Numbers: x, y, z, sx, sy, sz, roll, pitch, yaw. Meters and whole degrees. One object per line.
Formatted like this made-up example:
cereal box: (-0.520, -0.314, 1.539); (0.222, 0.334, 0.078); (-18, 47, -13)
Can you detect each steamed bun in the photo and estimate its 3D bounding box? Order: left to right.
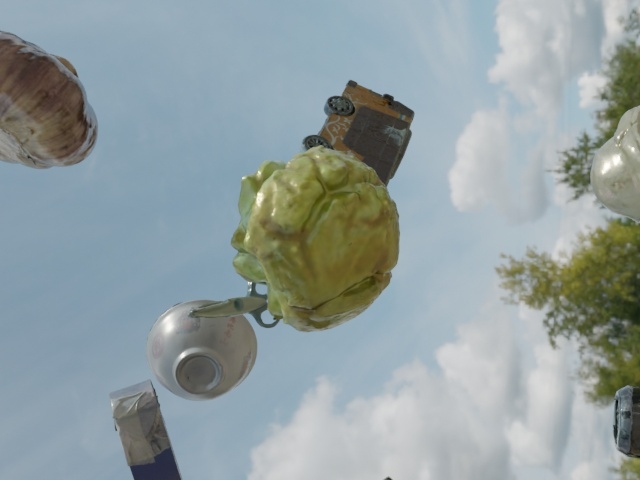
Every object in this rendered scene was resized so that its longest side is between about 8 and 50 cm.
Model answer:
steamed bun: (0.513, -0.110, 0.858); (0.211, 0.218, 0.144); (-50, -14, -21)

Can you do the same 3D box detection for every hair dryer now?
hair dryer: (0.558, 0.244, 0.992); (0.352, 0.189, 0.107); (-27, -62, -68)

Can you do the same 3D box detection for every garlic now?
garlic: (-0.421, -0.207, 0.878); (0.160, 0.245, 0.245); (-63, -39, -21)

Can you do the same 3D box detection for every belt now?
belt: (-0.440, 0.536, 1.595); (0.117, 0.212, 0.346); (-17, -77, -16)

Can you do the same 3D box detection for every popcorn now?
popcorn: (0.000, 0.000, 0.735); (0.204, 0.184, 0.221); (-27, -49, -31)

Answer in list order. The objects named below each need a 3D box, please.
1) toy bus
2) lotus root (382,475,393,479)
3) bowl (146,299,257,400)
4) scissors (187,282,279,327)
toy bus: (0.064, -0.169, 1.278); (0.161, 0.194, 0.323); (111, -177, -48)
lotus root: (0.072, 0.519, 1.095); (0.119, 0.235, 0.138); (55, -176, 19)
bowl: (-0.357, 0.362, 1.857); (0.157, 0.346, 0.345); (-115, 16, -71)
scissors: (-0.201, 0.158, 1.495); (0.289, 0.041, 0.137); (-4, -102, -51)
